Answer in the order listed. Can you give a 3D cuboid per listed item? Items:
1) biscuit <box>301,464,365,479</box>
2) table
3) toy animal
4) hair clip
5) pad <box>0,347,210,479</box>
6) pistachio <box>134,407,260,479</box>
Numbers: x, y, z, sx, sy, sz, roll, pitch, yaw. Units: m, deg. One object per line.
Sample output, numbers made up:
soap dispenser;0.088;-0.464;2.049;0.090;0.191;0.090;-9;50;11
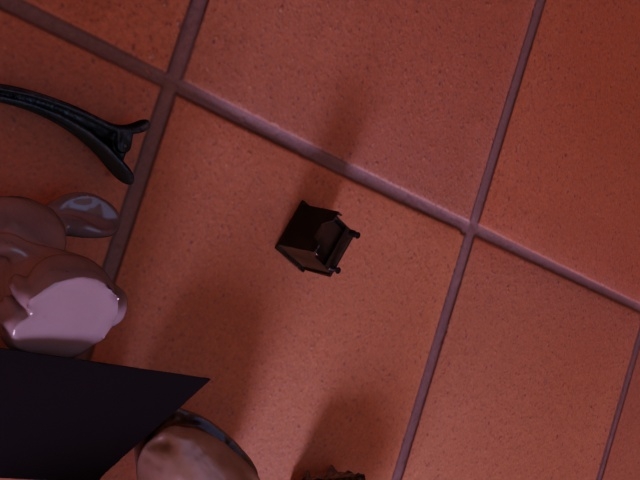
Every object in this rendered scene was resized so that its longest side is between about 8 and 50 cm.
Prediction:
biscuit;0.020;0.468;1.528;0.106;0.070;0.252;5;75;-43
table;0.000;0.000;1.446;0.070;0.082;0.083;43;70;-39
toy animal;-0.295;0.033;1.098;0.178;0.193;0.127;10;118;-37
hair clip;-0.321;-0.142;1.148;0.275;0.048;0.083;19;87;-39
pad;-0.332;0.197;1.117;0.367;0.007;0.247;16;130;-44
pistachio;-0.161;0.317;1.337;0.152;0.126;0.223;-22;118;1
